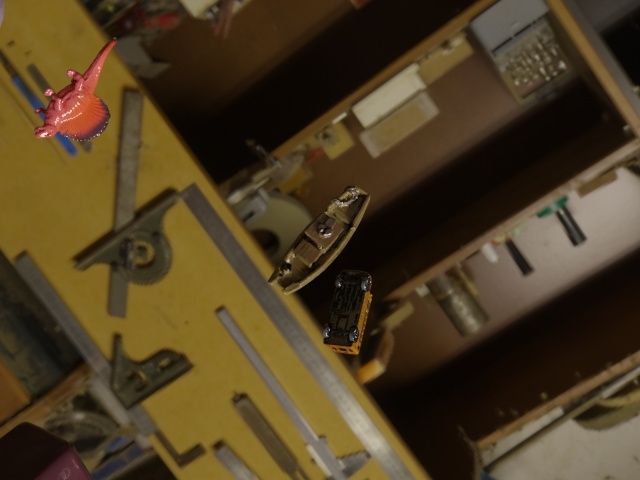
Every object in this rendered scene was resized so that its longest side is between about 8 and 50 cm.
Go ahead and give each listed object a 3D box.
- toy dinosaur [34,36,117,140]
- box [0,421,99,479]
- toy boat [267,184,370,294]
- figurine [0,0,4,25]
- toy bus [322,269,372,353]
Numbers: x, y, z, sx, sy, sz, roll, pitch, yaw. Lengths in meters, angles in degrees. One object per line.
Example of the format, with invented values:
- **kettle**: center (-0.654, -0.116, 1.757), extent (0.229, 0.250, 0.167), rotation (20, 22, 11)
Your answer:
- **toy dinosaur**: center (-0.504, -0.311, 1.820), extent (0.286, 0.139, 0.070), rotation (-47, -179, -15)
- **box**: center (-0.516, 0.453, 1.381), extent (0.193, 0.167, 0.294), rotation (12, -141, 36)
- **toy boat**: center (0.000, 0.000, 1.222), extent (0.206, 0.064, 0.072), rotation (-49, 170, -21)
- **figurine**: center (-0.814, -0.553, 1.759), extent (0.284, 0.206, 0.315), rotation (-7, -132, 3)
- **toy bus**: center (0.071, 0.171, 2.000), extent (0.083, 0.088, 0.194), rotation (4, -114, 25)
